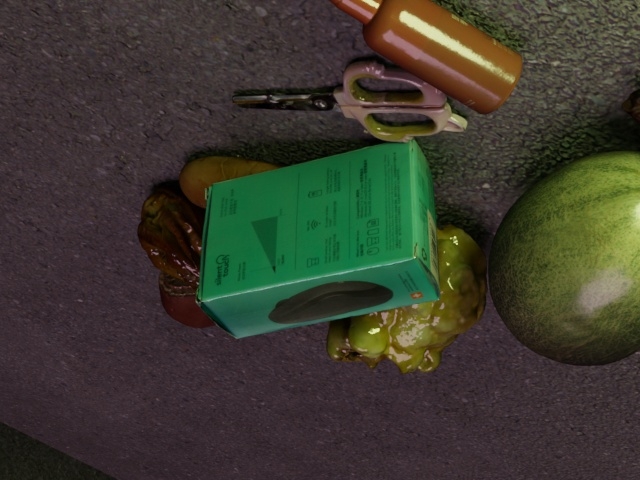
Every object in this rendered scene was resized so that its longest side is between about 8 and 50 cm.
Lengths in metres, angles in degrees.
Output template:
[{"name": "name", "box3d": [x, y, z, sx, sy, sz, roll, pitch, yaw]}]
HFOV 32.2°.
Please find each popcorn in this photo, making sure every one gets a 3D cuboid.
[{"name": "popcorn", "box3d": [0.108, 0.077, 1.645, 0.286, 0.252, 0.215, -4, -173, 40]}]

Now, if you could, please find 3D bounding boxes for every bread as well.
[{"name": "bread", "box3d": [-0.244, 0.102, 2.031, 0.119, 0.067, 0.192, 16, 152, 3]}, {"name": "bread", "box3d": [-0.130, -0.076, 1.645, 0.189, 0.077, 0.114, 5, 145, 27]}]

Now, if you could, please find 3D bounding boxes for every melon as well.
[{"name": "melon", "box3d": [0.345, 0.021, 1.373, 0.249, 0.248, 0.329, 22, 145, -8]}]

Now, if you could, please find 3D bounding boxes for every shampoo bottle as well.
[{"name": "shampoo bottle", "box3d": [0.107, -0.230, 1.227, 0.244, 0.085, 0.085, 29, 150, -18]}]

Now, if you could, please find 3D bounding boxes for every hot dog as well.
[{"name": "hot dog", "box3d": [-0.180, 0.029, 1.799, 0.196, 0.122, 0.272, 25, 165, 46]}]

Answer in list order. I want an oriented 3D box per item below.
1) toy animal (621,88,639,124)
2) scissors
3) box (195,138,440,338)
[{"name": "toy animal", "box3d": [0.407, -0.139, 1.182, 0.219, 0.116, 0.180, 29, 150, -34]}, {"name": "scissors", "box3d": [0.026, -0.176, 1.426, 0.318, 0.024, 0.160, 3, 149, 25]}, {"name": "box", "box3d": [0.000, 0.000, 1.497, 0.312, 0.205, 0.118, -12, 141, 17]}]
